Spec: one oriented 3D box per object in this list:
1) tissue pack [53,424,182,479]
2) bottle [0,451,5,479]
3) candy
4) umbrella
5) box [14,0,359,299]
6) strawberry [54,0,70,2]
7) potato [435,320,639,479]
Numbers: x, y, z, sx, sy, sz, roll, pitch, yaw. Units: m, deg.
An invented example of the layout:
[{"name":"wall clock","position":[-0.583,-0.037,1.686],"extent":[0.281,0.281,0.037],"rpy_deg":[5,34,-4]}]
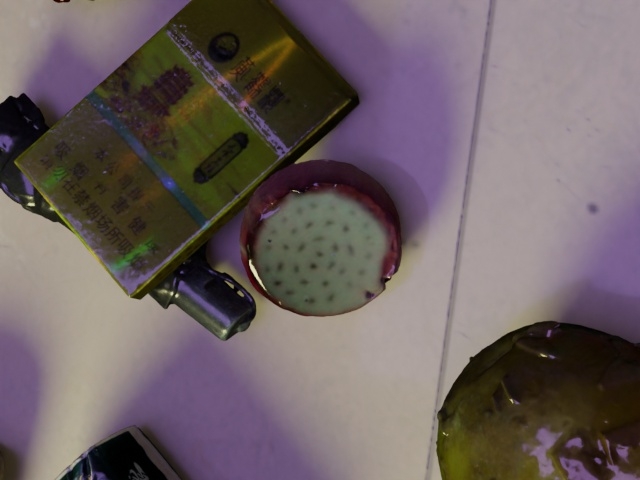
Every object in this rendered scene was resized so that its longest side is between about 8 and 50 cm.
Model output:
[{"name":"tissue pack","position":[-0.118,0.224,0.737],"extent":[0.103,0.090,0.170],"rpy_deg":[-45,79,21]},{"name":"bottle","position":[-0.295,0.253,0.808],"extent":[0.110,0.097,0.209],"rpy_deg":[7,103,-24]},{"name":"candy","position":[0.000,0.000,0.676],"extent":[0.103,0.043,0.103],"rpy_deg":[0,115,-1]},{"name":"umbrella","position":[-0.141,-0.010,0.741],"extent":[0.236,0.059,0.066],"rpy_deg":[37,127,11]},{"name":"box","position":[-0.086,-0.070,0.696],"extent":[0.193,0.030,0.121],"rpy_deg":[-42,81,1]},{"name":"strawberry","position":[-0.121,-0.232,0.706],"extent":[0.208,0.087,0.167],"rpy_deg":[11,122,-6]},{"name":"potato","position":[0.194,0.166,0.591],"extent":[0.298,0.141,0.176],"rpy_deg":[38,116,13]}]
